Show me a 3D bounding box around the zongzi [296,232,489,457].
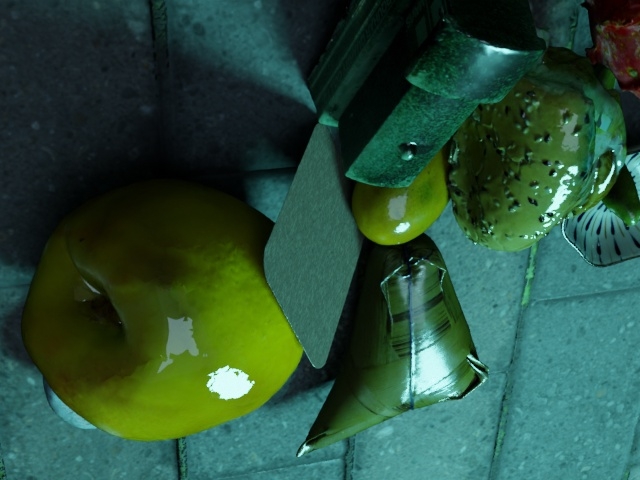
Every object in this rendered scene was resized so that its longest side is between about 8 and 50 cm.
[{"bbox_3d":[0.053,0.140,1.281,0.289,0.123,0.260,-23,120,3],"label":"zongzi"}]

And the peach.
[{"bbox_3d":[-0.157,0.079,1.080,0.289,0.289,0.308,-54,154,17],"label":"peach"}]

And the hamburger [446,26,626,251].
[{"bbox_3d":[0.253,-0.107,1.120,0.168,0.192,0.287,-23,126,-29],"label":"hamburger"}]

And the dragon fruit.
[{"bbox_3d":[0.403,-0.243,1.080,0.210,0.205,0.268,-31,92,28],"label":"dragon fruit"}]

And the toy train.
[{"bbox_3d":[0.100,-0.186,1.002,0.139,0.178,0.330,8,146,-22],"label":"toy train"}]

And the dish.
[{"bbox_3d":[0.397,-0.059,1.292,0.191,0.066,0.190,-8,125,-12],"label":"dish"}]

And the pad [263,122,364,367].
[{"bbox_3d":[0.000,0.000,1.105,0.002,0.266,0.176,-7,129,24],"label":"pad"}]

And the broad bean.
[{"bbox_3d":[0.357,-0.127,1.192,0.069,0.226,0.039,-4,172,26],"label":"broad bean"}]

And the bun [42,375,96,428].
[{"bbox_3d":[-0.277,0.165,1.214,0.141,0.083,0.140,-7,114,-18],"label":"bun"}]

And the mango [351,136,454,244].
[{"bbox_3d":[0.110,-0.066,1.186,0.163,0.089,0.111,-38,125,-4],"label":"mango"}]
